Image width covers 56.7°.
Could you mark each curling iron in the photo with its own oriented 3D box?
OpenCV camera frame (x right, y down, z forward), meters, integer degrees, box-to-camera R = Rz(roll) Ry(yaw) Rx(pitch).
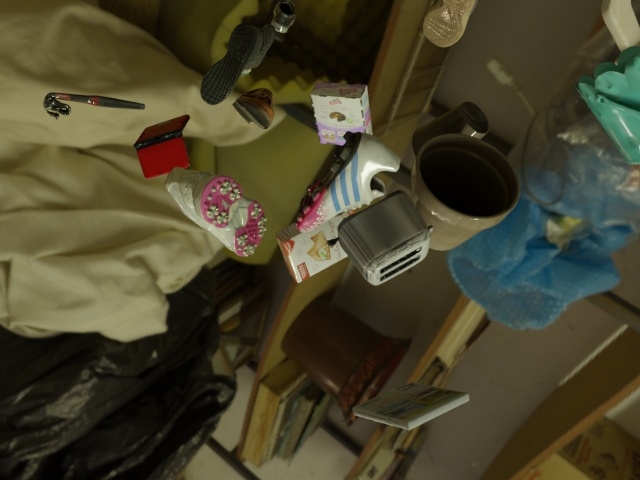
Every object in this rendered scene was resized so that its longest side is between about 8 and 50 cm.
[{"bbox_3d":[-0.607,-0.366,1.598,0.274,0.035,0.068,-12,139,-39],"label":"curling iron"}]

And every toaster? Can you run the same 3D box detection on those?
[{"bbox_3d":[0.142,-0.001,1.350,0.227,0.146,0.129,-28,152,-11],"label":"toaster"}]

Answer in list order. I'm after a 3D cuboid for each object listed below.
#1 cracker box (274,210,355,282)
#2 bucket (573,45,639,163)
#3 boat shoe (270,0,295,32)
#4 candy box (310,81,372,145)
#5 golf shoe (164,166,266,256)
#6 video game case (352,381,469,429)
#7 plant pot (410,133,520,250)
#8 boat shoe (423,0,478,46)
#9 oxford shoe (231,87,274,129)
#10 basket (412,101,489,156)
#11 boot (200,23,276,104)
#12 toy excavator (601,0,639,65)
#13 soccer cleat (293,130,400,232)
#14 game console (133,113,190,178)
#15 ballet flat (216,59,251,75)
[{"bbox_3d":[0.000,0.000,1.720,0.232,0.067,0.155,-28,127,-14],"label":"cracker box"},{"bbox_3d":[0.624,-0.273,1.053,0.281,0.183,0.281,-31,-175,3],"label":"bucket"},{"bbox_3d":[-0.115,-0.769,1.998,0.219,0.078,0.070,-87,-157,-52],"label":"boat shoe"},{"bbox_3d":[0.069,-0.391,1.847,0.196,0.165,0.070,77,29,-49],"label":"candy box"},{"bbox_3d":[-0.207,-0.063,1.217,0.115,0.140,0.306,-60,158,-15],"label":"golf shoe"},{"bbox_3d":[0.218,0.397,1.440,0.213,0.193,0.023,-11,93,-37],"label":"video game case"},{"bbox_3d":[0.404,-0.117,1.831,0.323,0.323,0.280,-43,164,-33],"label":"plant pot"},{"bbox_3d":[0.321,-0.562,1.391,0.092,0.103,0.285,-55,174,-14],"label":"boat shoe"},{"bbox_3d":[-0.124,-0.276,1.188,0.076,0.076,0.212,-43,-155,-1],"label":"oxford shoe"},{"bbox_3d":[0.447,-0.360,2.027,0.154,0.204,0.227,13,149,-31],"label":"basket"},{"bbox_3d":[-0.211,-0.469,1.594,0.246,0.083,0.161,-51,173,25],"label":"boot"},{"bbox_3d":[0.757,-0.708,1.479,0.445,0.433,0.222,-64,-161,4],"label":"toy excavator"},{"bbox_3d":[0.054,-0.101,1.317,0.331,0.143,0.116,-50,-161,49],"label":"soccer cleat"},{"bbox_3d":[-0.386,-0.238,1.493,0.124,0.144,0.085,-77,147,-46],"label":"game console"},{"bbox_3d":[-0.309,-0.566,1.957,0.241,0.091,0.077,-54,147,-54],"label":"ballet flat"}]
